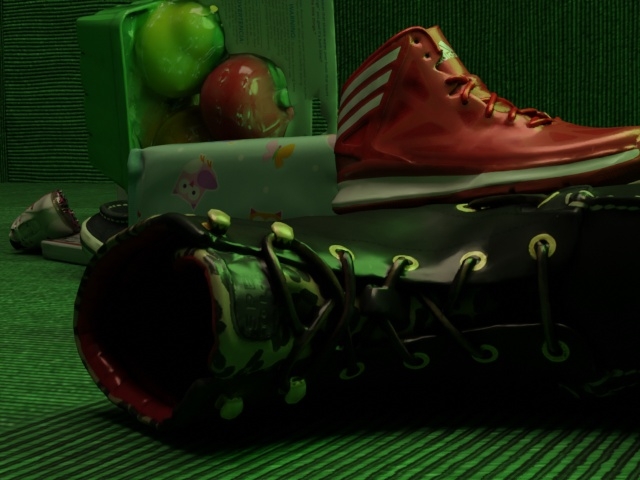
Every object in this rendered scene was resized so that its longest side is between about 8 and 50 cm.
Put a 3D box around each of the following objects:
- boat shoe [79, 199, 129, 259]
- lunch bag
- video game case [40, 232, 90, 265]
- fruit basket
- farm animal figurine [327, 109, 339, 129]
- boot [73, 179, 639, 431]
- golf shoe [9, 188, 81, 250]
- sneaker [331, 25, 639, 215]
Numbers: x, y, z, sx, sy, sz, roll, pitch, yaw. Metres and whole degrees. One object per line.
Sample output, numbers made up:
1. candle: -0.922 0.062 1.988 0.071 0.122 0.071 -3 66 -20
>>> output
1. boat shoe: -0.060 -0.027 1.548 0.500 0.156 0.187 2 7 43
2. lunch bag: 0.000 0.000 1.212 0.223 0.160 0.262 -2 -8 30
3. video game case: -0.184 -0.008 1.889 0.285 0.025 0.204 -13 11 -33
4. fruit basket: -0.114 -0.157 1.721 0.353 0.327 0.165 11 26 31
5. farm animal figurine: -0.076 -0.102 2.489 0.330 0.172 0.327 -15 0 -39
6. boot: 0.056 0.036 0.838 0.284 0.138 0.377 -3 1 -34
7. golf shoe: -0.366 -0.016 1.966 0.086 0.067 0.186 -29 -1 -18
8. sneaker: 0.105 -0.086 0.962 0.221 0.128 0.087 -6 -6 21
